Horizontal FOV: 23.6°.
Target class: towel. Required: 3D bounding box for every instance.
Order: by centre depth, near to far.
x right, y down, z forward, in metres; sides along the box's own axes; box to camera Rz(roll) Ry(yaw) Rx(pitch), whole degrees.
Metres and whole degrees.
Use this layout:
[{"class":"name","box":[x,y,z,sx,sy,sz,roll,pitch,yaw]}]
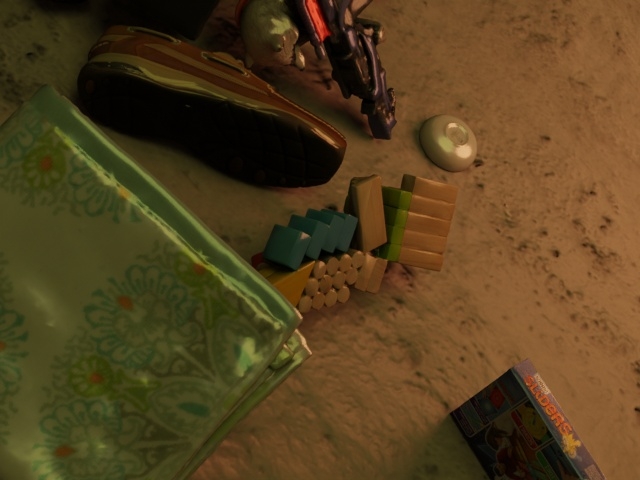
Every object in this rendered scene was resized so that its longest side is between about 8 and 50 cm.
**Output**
[{"class":"towel","box":[-0.239,0.083,1.484,0.374,0.090,0.320,43,84,0]}]

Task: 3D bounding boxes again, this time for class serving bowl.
[{"class":"serving bowl","box":[0.172,-0.131,1.995,0.083,0.027,0.083,15,56,-23]}]

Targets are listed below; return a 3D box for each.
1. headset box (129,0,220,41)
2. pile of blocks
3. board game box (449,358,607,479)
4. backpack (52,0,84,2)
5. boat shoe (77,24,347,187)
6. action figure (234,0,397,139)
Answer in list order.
[{"class":"headset box","box":[-0.119,-0.403,1.798,0.131,0.246,0.283,32,30,-8]},{"class":"pile of blocks","box":[0.000,0.000,1.748,0.362,0.113,0.149,-23,118,-40]},{"class":"board game box","box":[0.243,0.250,1.733,0.035,0.136,0.201,-23,76,-37]},{"class":"backpack","box":[-0.317,-0.386,1.793,0.115,0.152,0.182,-7,54,-42]},{"class":"boat shoe","box":[-0.119,-0.168,1.790,0.324,0.122,0.120,22,48,-18]},{"class":"action figure","box":[-0.001,-0.294,1.923,0.330,0.178,0.341,-53,135,-47]}]
